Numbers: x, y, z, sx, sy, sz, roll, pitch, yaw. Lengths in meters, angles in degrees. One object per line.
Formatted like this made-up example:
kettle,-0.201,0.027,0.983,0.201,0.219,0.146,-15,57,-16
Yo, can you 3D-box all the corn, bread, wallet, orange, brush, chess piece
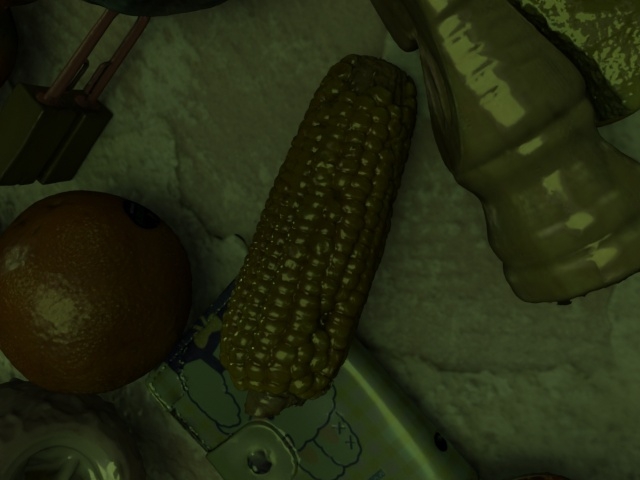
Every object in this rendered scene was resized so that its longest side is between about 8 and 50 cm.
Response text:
corn,0.000,0.000,0.522,0.119,0.119,0.322,20,86,13
bread,0.212,-0.173,0.451,0.125,0.086,0.156,-44,89,17
wallet,-0.017,0.186,0.624,0.309,0.077,0.223,47,110,5
orange,-0.227,0.046,0.599,0.205,0.206,0.206,5,105,18
brush,-0.243,-0.153,0.605,0.047,0.103,0.233,46,112,8
chess piece,0.131,-0.103,0.455,0.137,0.137,0.301,-32,98,23

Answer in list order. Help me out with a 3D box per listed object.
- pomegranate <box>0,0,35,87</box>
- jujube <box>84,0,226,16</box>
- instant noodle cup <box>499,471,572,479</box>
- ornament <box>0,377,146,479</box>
pomegranate,-0.396,-0.225,0.587,0.256,0.221,0.221,-24,95,-4
jujube,-0.151,-0.341,0.460,0.246,0.215,0.308,-3,96,-2
instant noodle cup,0.204,0.313,0.498,0.213,0.174,0.213,-2,106,-8
ornament,-0.327,0.281,0.661,0.225,0.259,0.260,-24,95,42
